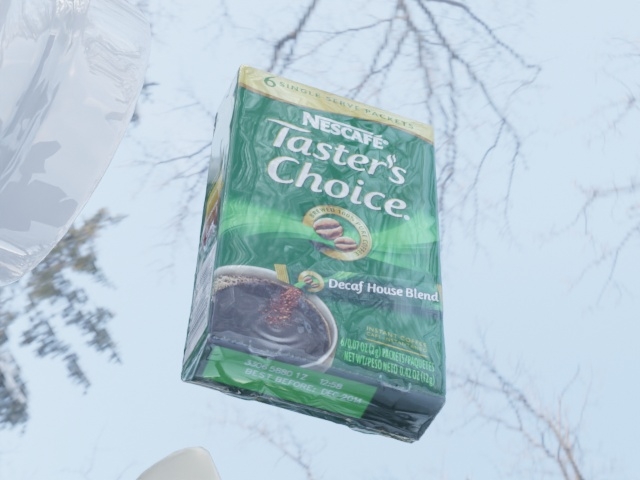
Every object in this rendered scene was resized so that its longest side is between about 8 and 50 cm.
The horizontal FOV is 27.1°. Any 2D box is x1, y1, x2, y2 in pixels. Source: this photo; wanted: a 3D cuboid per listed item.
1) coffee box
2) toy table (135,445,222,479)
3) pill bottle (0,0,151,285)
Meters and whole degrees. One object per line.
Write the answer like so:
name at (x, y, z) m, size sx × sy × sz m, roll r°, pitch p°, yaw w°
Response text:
coffee box at (0.000, 0.000, 0.626) m, size 0.113 × 0.184 × 0.040 m, roll 17°, pitch -47°, yaw -13°
toy table at (-0.062, 0.185, 0.346) m, size 0.161 × 0.252 × 0.274 m, roll -22°, pitch -124°, yaw -6°
pill bottle at (-0.203, -0.094, 0.467) m, size 0.264 × 0.153 × 0.153 m, roll 29°, pitch -75°, yaw -26°
